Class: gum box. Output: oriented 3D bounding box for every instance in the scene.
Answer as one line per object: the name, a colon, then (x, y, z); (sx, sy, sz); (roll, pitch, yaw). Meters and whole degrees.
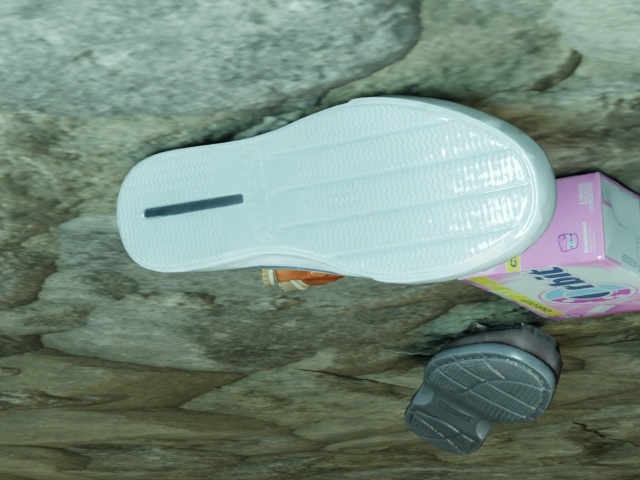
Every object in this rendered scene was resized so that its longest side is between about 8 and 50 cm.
gum box: (0.184, 0.009, 1.354); (0.107, 0.062, 0.188); (-9, 164, 28)

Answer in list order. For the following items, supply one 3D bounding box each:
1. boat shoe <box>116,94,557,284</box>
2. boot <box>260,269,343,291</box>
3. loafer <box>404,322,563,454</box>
boat shoe: (0.014, -0.030, 1.146); (0.302, 0.109, 0.094); (-1, -176, 36)
boot: (0.000, 0.000, 1.324); (0.084, 0.059, 0.158); (-8, 173, 12)
loafer: (0.155, 0.118, 1.786); (0.109, 0.095, 0.302); (30, 157, -2)
